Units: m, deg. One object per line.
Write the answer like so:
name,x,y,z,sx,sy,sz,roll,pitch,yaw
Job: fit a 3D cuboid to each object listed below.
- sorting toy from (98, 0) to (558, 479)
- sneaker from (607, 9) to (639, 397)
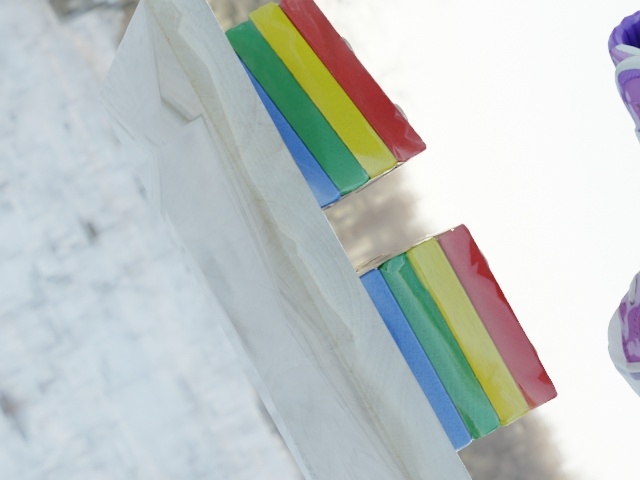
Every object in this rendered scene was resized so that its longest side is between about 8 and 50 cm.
sorting toy,0.000,0.000,0.965,0.255,0.089,0.257,61,-12,0
sneaker,0.174,-0.027,0.863,0.161,0.102,0.282,47,-26,0
